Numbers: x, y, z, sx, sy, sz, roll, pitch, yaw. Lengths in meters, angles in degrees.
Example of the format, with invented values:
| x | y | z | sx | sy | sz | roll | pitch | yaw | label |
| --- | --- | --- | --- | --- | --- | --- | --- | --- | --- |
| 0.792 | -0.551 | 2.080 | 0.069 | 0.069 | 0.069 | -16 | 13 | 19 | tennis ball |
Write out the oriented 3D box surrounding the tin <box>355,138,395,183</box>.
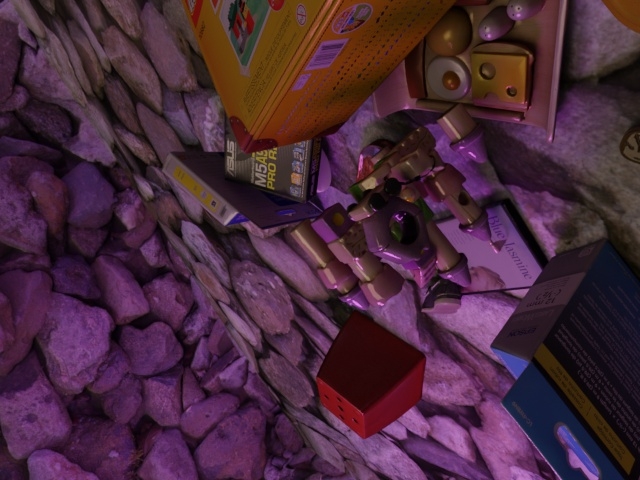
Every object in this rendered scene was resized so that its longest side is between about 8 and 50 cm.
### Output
| x | y | z | sx | sy | sz | roll | pitch | yaw | label |
| --- | --- | --- | --- | --- | --- | --- | --- | --- | --- |
| 0.128 | -0.126 | 0.978 | 0.106 | 0.040 | 0.190 | 41 | 150 | 25 | tin |

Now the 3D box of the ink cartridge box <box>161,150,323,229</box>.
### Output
| x | y | z | sx | sy | sz | roll | pitch | yaw | label |
| --- | --- | --- | --- | --- | --- | --- | --- | --- | --- |
| -0.178 | -0.116 | 1.166 | 0.307 | 0.303 | 0.072 | 42 | 115 | 17 | ink cartridge box |

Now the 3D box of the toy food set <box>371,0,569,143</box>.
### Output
| x | y | z | sx | sy | sz | roll | pitch | yaw | label |
| --- | --- | --- | --- | --- | --- | --- | --- | --- | --- |
| 0.191 | -0.262 | 0.668 | 0.306 | 0.092 | 0.220 | 24 | 142 | 40 | toy food set |

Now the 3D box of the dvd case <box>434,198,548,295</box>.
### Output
| x | y | z | sx | sy | sz | roll | pitch | yaw | label |
| --- | --- | --- | --- | --- | --- | --- | --- | --- | --- |
| 0.309 | 0.026 | 0.916 | 0.180 | 0.022 | 0.253 | 55 | 151 | -8 | dvd case |

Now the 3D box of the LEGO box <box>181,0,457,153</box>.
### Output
| x | y | z | sx | sy | sz | roll | pitch | yaw | label |
| --- | --- | --- | --- | --- | --- | --- | --- | --- | --- |
| -0.020 | -0.396 | 0.598 | 0.500 | 0.193 | 0.373 | -32 | 78 | 61 | LEGO box |

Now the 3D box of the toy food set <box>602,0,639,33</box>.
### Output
| x | y | z | sx | sy | sz | roll | pitch | yaw | label |
| --- | --- | --- | --- | --- | --- | --- | --- | --- | --- |
| 0.343 | -0.283 | 0.463 | 0.218 | 0.071 | 0.128 | 55 | -175 | 3 | toy food set |

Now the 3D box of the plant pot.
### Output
| x | y | z | sx | sy | sz | roll | pitch | yaw | label |
| --- | --- | --- | --- | --- | --- | --- | --- | --- | --- |
| 0.134 | 0.426 | 1.415 | 0.267 | 0.235 | 0.268 | 31 | 146 | 32 | plant pot |

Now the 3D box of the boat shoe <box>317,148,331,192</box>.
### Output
| x | y | z | sx | sy | sz | roll | pitch | yaw | label |
| --- | --- | --- | --- | --- | --- | --- | --- | --- | --- |
| -0.036 | -0.217 | 1.071 | 0.220 | 0.077 | 0.070 | 64 | -168 | -13 | boat shoe |

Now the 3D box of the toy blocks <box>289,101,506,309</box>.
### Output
| x | y | z | sx | sy | sz | roll | pitch | yaw | label |
| --- | --- | --- | --- | --- | --- | --- | --- | --- | --- |
| 0.160 | -0.010 | 0.735 | 0.260 | 0.288 | 0.309 | 51 | 158 | -9 | toy blocks |

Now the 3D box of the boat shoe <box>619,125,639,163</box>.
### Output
| x | y | z | sx | sy | sz | roll | pitch | yaw | label |
| --- | --- | --- | --- | --- | --- | --- | --- | --- | --- |
| 0.446 | -0.100 | 0.562 | 0.153 | 0.048 | 0.056 | 26 | 132 | 26 | boat shoe |

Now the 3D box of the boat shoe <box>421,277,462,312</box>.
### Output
| x | y | z | sx | sy | sz | roll | pitch | yaw | label |
| --- | --- | --- | --- | --- | --- | --- | --- | --- | --- |
| 0.270 | 0.126 | 1.040 | 0.075 | 0.065 | 0.206 | 2 | 165 | 3 | boat shoe |

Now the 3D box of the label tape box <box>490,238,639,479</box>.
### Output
| x | y | z | sx | sy | sz | roll | pitch | yaw | label |
| --- | --- | --- | --- | --- | --- | --- | --- | --- | --- |
| 0.383 | 0.201 | 0.680 | 0.249 | 0.347 | 0.115 | 51 | 152 | -2 | label tape box |

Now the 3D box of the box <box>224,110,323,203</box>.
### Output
| x | y | z | sx | sy | sz | roll | pitch | yaw | label |
| --- | --- | --- | --- | --- | --- | --- | --- | --- | --- |
| -0.102 | -0.235 | 1.002 | 0.216 | 0.060 | 0.270 | 18 | 121 | 18 | box |
